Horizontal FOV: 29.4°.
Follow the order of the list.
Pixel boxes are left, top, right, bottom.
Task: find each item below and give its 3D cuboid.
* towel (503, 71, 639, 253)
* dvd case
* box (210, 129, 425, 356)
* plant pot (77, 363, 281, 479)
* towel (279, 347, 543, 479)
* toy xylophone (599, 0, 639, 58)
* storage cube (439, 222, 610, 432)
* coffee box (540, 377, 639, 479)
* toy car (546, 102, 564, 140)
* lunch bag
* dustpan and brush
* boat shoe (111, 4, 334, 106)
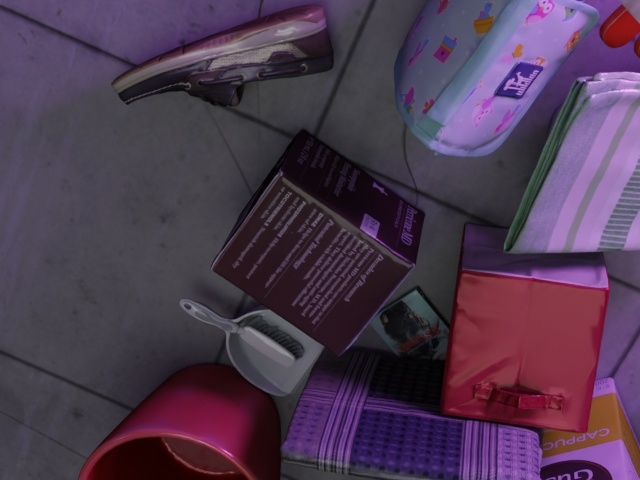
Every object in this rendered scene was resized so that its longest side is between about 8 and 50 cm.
[{"bbox_3d":[0.390,-0.077,1.372,0.324,0.038,0.248,0,131,-21],"label":"towel"},{"bbox_3d":[0.134,0.130,1.673,0.087,0.013,0.119,-34,107,22],"label":"dvd case"},{"bbox_3d":[0.000,0.000,1.551,0.203,0.168,0.167,34,114,-7],"label":"box"},{"bbox_3d":[-0.171,0.313,1.682,0.274,0.243,0.275,3,114,8],"label":"plant pot"},{"bbox_3d":[0.125,0.229,1.537,0.312,0.324,0.056,6,108,9],"label":"towel"},{"bbox_3d":[0.429,-0.217,1.344,0.236,0.081,0.322,-39,134,17],"label":"toy xylophone"},{"bbox_3d":[0.256,0.105,1.535,0.183,0.215,0.193,7,109,7],"label":"storage cube"},{"bbox_3d":[0.292,0.441,1.609,0.337,0.334,0.338,-19,110,17],"label":"coffee box"},{"bbox_3d":[0.344,-0.074,1.476,0.159,0.136,0.182,14,116,3],"label":"toy car"},{"bbox_3d":[0.189,-0.223,1.366,0.160,0.262,0.223,34,114,-6],"label":"lunch bag"},{"bbox_3d":[-0.097,0.128,1.686,0.211,0.060,0.147,32,115,-6],"label":"dustpan and brush"},{"bbox_3d":[-0.120,-0.210,1.516,0.285,0.103,0.092,-17,105,10],"label":"boat shoe"}]
